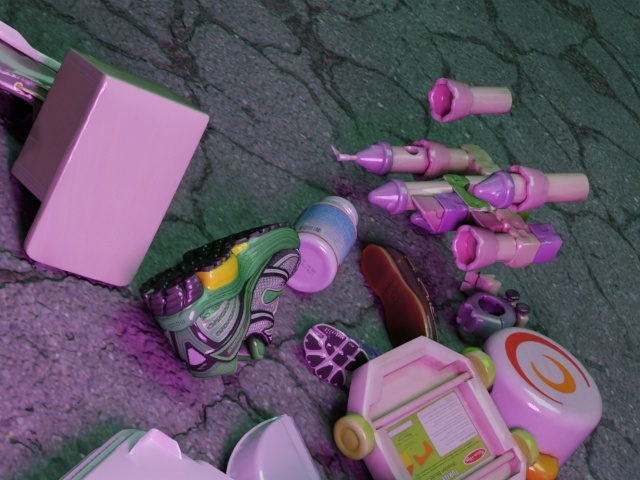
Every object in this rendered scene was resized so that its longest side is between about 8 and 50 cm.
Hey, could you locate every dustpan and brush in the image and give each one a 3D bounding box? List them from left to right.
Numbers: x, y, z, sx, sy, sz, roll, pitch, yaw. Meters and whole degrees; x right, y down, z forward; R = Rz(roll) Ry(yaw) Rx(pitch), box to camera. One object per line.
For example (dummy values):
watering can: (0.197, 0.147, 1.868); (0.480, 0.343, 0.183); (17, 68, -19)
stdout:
dustpan and brush: (-0.076, 0.290, 1.813); (0.211, 0.060, 0.147); (-12, 76, -63)

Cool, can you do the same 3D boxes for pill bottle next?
pill bottle: (0.000, 0.000, 2.210); (0.087, 0.087, 0.160); (43, 31, -6)

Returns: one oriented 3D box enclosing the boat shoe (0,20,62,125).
boat shoe: (-0.353, -0.188, 1.994); (0.305, 0.091, 0.109); (33, -4, -26)

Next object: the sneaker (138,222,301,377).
sneaker: (-0.110, 0.074, 1.979); (0.343, 0.134, 0.146); (-38, 110, -63)

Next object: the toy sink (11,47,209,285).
toy sink: (-0.266, -0.087, 1.914); (0.153, 0.234, 0.131); (19, 10, -37)

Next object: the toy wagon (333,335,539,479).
toy wagon: (0.167, 0.295, 2.032); (0.267, 0.068, 0.344); (-22, 81, -43)

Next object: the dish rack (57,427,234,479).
dish rack: (-0.144, 0.302, 1.581); (0.286, 0.072, 0.333); (31, 19, 7)

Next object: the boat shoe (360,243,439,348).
boat shoe: (0.127, 0.089, 2.276); (0.073, 0.073, 0.207); (13, 44, -41)

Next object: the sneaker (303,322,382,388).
sneaker: (0.040, 0.159, 2.113); (0.170, 0.068, 0.071); (38, 15, -30)

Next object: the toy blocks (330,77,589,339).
toy blocks: (0.180, -0.042, 2.350); (0.260, 0.309, 0.288); (-3, 40, -32)

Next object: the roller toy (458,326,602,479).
roller toy: (0.281, 0.232, 2.223); (0.209, 0.146, 0.191); (44, 30, 19)
